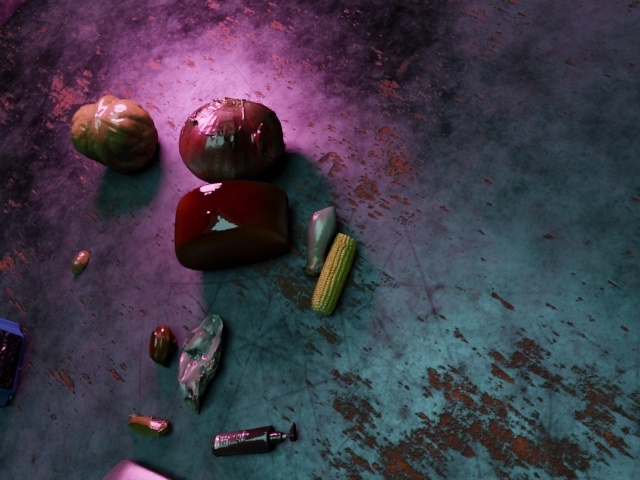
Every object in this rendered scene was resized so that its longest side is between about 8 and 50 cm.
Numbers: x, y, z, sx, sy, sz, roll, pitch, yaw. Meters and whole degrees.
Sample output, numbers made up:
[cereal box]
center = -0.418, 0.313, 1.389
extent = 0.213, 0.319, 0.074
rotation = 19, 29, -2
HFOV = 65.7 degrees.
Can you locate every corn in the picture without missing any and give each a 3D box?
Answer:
[corn]
center = 0.041, 0.102, 1.471
extent = 0.081, 0.081, 0.249
rotation = 15, 73, 22

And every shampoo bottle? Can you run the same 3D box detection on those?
[shampoo bottle]
center = -0.179, 0.548, 1.362
extent = 0.236, 0.067, 0.068
rotation = -11, 75, 12

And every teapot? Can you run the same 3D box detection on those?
[teapot]
center = -0.489, 0.330, 1.549
extent = 0.098, 0.078, 0.129
rotation = -16, 67, 56

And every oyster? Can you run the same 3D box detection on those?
[oyster]
center = -0.349, 0.356, 1.482
extent = 0.199, 0.087, 0.252
rotation = -33, 55, 13

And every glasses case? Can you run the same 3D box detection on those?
[glasses case]
center = -0.450, 0.709, 1.343
extent = 0.323, 0.074, 0.131
rotation = 14, 35, 21

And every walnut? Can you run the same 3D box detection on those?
[walnut]
center = -0.745, -0.389, 1.821
extent = 0.282, 0.277, 0.253
rotation = 23, 82, 13

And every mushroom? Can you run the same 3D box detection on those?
[mushroom]
center = 0.000, 0.000, 1.520
extent = 0.093, 0.116, 0.225
rotation = 10, 72, -18

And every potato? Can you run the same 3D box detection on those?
[potato]
center = -0.868, 0.077, 1.789
extent = 0.037, 0.036, 0.093
rotation = 10, 71, 24

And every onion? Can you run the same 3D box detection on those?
[onion]
center = -0.288, -0.324, 1.626
extent = 0.353, 0.354, 0.354
rotation = -6, 66, 15

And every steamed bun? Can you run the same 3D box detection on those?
[steamed bun]
center = -0.290, -0.053, 1.546
extent = 0.379, 0.248, 0.235
rotation = -12, 64, 13

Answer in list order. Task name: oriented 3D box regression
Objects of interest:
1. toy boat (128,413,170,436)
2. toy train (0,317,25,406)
[toy boat]
center = -0.516, 0.549, 1.478
extent = 0.149, 0.049, 0.047
rotation = 3, 111, 23
[toy train]
center = -1.154, 0.416, 1.657
extent = 0.264, 0.188, 0.300
rotation = -9, 64, 9
